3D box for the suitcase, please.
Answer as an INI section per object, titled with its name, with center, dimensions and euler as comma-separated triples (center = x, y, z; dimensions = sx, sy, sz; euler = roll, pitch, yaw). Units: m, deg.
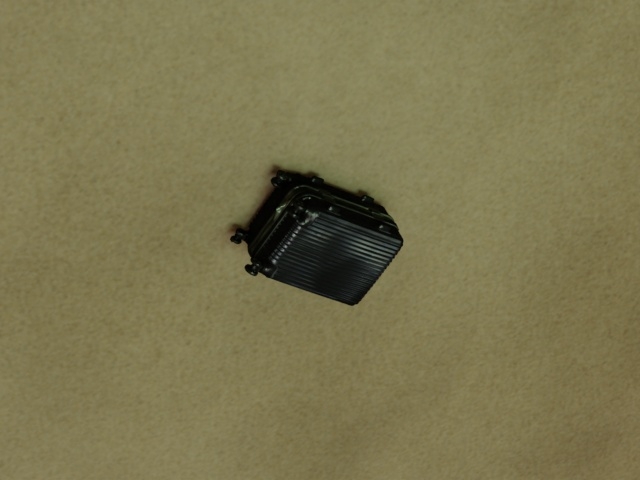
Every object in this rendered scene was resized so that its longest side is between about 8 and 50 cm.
[suitcase]
center = 0.000, 0.000, 1.583
dimensions = 0.126, 0.059, 0.086
euler = 20, 118, -36
